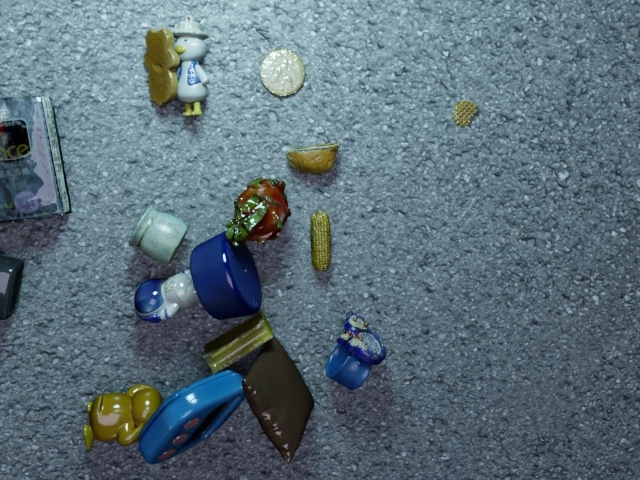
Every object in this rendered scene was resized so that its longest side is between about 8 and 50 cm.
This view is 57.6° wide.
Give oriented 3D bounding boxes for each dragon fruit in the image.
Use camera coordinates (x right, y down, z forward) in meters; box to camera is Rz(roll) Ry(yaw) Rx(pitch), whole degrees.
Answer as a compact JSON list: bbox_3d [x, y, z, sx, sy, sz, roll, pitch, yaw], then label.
[{"bbox_3d":[-0.192,-0.091,1.775,0.198,0.269,0.200,14,103,20],"label":"dragon fruit"}]

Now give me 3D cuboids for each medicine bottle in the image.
[{"bbox_3d":[-0.498,-0.017,1.793,0.143,0.147,0.147,28,94,-8],"label":"medicine bottle"}]

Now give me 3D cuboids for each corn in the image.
[{"bbox_3d":[0.000,0.000,1.908,0.068,0.068,0.207,-2,98,-8],"label":"corn"}]

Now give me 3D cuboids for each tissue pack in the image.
[{"bbox_3d":[-0.901,-0.237,1.717,0.259,0.122,0.361,-5,101,-4],"label":"tissue pack"}]

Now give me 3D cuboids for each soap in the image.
[{"bbox_3d":[-0.269,0.327,1.883,0.233,0.135,0.076,-34,102,-2],"label":"soap"}]

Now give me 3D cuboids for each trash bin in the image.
[{"bbox_3d":[-1.054,0.122,1.722,0.290,0.182,0.209,12,96,-15],"label":"trash bin"}]

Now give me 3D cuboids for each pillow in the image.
[{"bbox_3d":[-0.133,0.493,1.852,0.108,0.308,0.305,-25,102,19],"label":"pillow"}]

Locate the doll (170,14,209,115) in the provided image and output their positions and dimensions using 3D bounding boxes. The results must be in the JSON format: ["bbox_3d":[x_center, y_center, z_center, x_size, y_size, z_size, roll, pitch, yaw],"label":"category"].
[{"bbox_3d":[-0.391,-0.524,1.748,0.138,0.119,0.293,8,102,33],"label":"doll"}]

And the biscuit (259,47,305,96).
[{"bbox_3d":[-0.119,-0.531,1.834,0.152,0.020,0.152,-1,99,-8],"label":"biscuit"}]

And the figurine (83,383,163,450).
[{"bbox_3d":[-0.623,0.555,1.846,0.228,0.215,0.215,13,97,-23],"label":"figurine"}]

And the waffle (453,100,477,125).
[{"bbox_3d":[0.481,-0.423,1.940,0.078,0.016,0.085,14,96,-6],"label":"waffle"}]

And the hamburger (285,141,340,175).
[{"bbox_3d":[-0.017,-0.254,1.857,0.176,0.087,0.102,-10,98,-9],"label":"hamburger"}]

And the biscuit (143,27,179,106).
[{"bbox_3d":[-0.469,-0.512,1.734,0.036,0.166,0.225,-19,113,-46],"label":"biscuit"}]

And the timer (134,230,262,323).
[{"bbox_3d":[-0.402,0.151,1.802,0.384,0.270,0.270,-19,101,8],"label":"timer"}]

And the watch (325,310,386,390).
[{"bbox_3d":[0.105,0.381,1.933,0.171,0.196,0.200,35,114,-2],"label":"watch"}]

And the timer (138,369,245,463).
[{"bbox_3d":[-0.393,0.542,1.802,0.115,0.309,0.340,50,121,21],"label":"timer"}]
